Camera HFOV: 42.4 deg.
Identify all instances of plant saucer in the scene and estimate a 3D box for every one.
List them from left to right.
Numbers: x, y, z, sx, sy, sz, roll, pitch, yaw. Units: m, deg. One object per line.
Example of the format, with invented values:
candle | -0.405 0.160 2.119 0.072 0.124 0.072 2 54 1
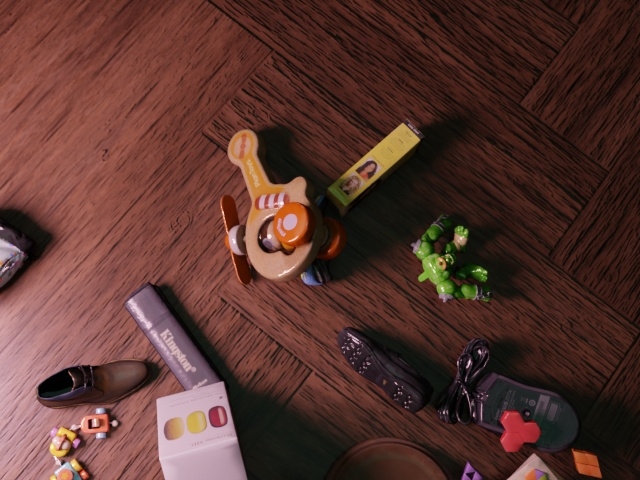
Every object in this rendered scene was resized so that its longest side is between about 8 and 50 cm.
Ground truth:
plant saucer | 0.136 0.508 1.565 0.278 0.041 0.277 1 63 -2

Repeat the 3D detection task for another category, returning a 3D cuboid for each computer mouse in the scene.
computer mouse | 0.386 0.329 1.655 0.272 0.072 0.188 25 81 12

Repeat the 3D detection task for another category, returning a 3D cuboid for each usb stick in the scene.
usb stick | -0.283 0.208 1.626 0.077 0.045 0.278 -36 83 -11

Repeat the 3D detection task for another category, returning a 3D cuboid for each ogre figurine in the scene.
ogre figurine | 0.266 0.050 1.698 0.118 0.097 0.197 -22 95 -28

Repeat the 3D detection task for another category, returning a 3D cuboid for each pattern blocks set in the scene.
pattern blocks set | 0.422 0.512 1.588 0.325 0.026 0.285 35 94 -2

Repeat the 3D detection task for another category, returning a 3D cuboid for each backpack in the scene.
backpack | -0.661 0.037 1.595 0.152 0.115 0.182 35 78 0

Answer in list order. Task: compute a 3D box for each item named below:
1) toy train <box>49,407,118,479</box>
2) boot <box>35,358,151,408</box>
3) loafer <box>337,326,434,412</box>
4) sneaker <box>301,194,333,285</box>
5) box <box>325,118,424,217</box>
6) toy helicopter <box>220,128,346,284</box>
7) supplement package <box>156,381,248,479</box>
toy train | -0.452 0.402 1.562 0.125 0.046 0.166 1 76 -5
boot | -0.432 0.272 1.564 0.219 0.106 0.082 -15 79 -9
loafer | 0.129 0.250 1.650 0.223 0.076 0.078 40 40 11
sneaker | 0.000 0.000 1.701 0.078 0.067 0.188 6 78 -18
box | 0.113 -0.150 1.732 0.232 0.087 0.058 -42 82 -12
toy helicopter | -0.118 -0.070 1.664 0.235 0.140 0.355 -36 59 22
supplement package | -0.210 0.373 1.476 0.139 0.244 0.133 -14 105 -9
